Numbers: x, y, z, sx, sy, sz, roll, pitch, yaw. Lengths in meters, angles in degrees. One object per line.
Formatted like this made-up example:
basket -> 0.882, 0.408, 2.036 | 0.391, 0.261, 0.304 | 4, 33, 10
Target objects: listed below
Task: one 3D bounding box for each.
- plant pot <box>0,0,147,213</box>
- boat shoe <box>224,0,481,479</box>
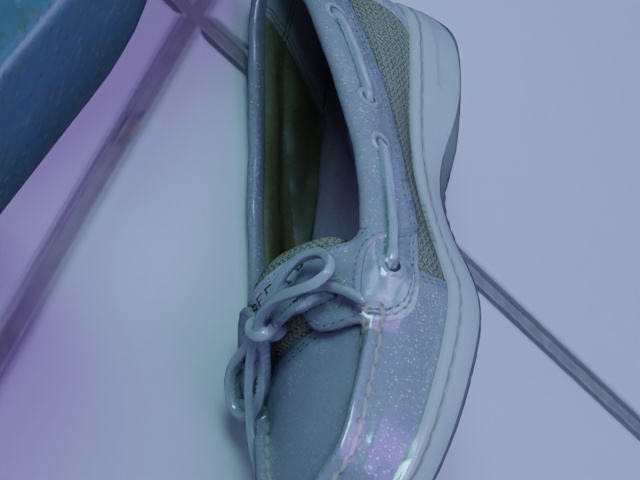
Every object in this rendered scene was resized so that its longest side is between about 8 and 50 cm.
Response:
plant pot -> -0.187, -0.062, 0.387 | 0.248, 0.252, 0.247 | 45, 44, -18
boat shoe -> 0.002, -0.002, 0.648 | 0.103, 0.118, 0.320 | 27, 49, -25
